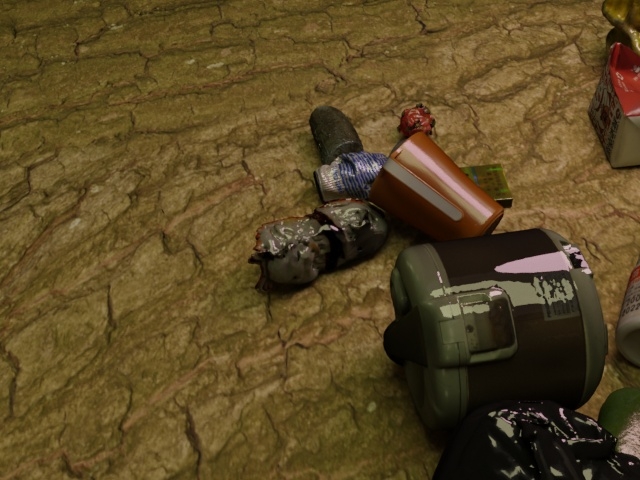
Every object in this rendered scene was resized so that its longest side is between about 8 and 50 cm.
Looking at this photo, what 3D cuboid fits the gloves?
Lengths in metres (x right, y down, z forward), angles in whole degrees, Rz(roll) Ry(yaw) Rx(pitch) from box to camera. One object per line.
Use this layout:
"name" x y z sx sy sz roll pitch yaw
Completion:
"gloves" 0.097 -0.145 1.781 0.229 0.097 0.119 -12 76 -13

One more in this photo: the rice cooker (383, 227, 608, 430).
"rice cooker" 0.268 0.151 1.312 0.326 0.335 0.335 -7 46 -4

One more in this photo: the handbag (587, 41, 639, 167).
"handbag" 0.725 -0.323 1.838 0.151 0.171 0.298 -4 47 3

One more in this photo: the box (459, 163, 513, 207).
"box" 0.319 -0.116 1.767 0.193 0.030 0.121 -5 45 -1

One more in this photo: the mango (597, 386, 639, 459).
"mango" 0.500 0.342 1.252 0.157 0.114 0.251 7 37 22

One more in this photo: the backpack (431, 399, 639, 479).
"backpack" 0.352 0.426 1.053 0.446 0.255 0.363 20 85 13

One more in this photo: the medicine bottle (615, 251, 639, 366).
"medicine bottle" 0.633 0.106 1.445 0.145 0.144 0.252 18 52 21

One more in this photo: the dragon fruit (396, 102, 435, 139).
"dragon fruit" 0.235 -0.287 1.908 0.081 0.086 0.116 -25 24 36

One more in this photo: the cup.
"cup" 0.230 -0.092 1.611 0.264 0.226 0.182 39 100 16

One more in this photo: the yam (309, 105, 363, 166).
"yam" 0.036 -0.241 1.865 0.107 0.107 0.183 -13 45 -8

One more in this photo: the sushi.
"sushi" 0.000 0.000 1.613 0.332 0.124 0.130 -19 39 -16

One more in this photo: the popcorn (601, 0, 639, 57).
"popcorn" 0.851 -0.529 1.932 0.312 0.312 0.312 -2 46 3
